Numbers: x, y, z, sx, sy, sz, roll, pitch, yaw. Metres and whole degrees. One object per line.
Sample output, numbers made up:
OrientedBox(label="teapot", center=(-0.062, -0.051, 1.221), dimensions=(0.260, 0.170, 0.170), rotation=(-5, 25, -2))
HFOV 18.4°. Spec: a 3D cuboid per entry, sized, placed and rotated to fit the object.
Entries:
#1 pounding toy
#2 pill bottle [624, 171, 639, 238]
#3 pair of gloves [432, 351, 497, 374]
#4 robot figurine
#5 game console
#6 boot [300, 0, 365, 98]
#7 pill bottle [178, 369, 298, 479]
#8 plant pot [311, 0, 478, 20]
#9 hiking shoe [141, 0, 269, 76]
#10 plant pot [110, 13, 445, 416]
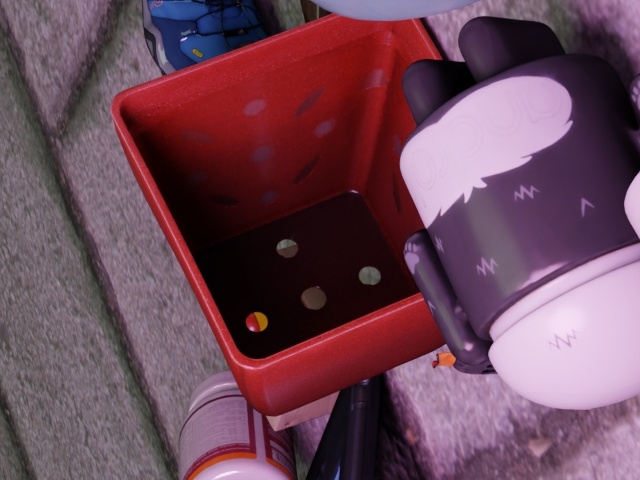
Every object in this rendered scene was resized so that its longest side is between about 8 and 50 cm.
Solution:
OrientedBox(label="pounding toy", center=(-0.051, 0.099, 1.984), dimensions=(0.181, 0.094, 0.206), rotation=(59, 151, 29))
OrientedBox(label="pill bottle", center=(0.306, 0.076, 1.126), dimensions=(0.318, 0.176, 0.176), rotation=(62, 153, 24))
OrientedBox(label="pair of gloves", center=(0.135, 0.086, 1.615), dimensions=(0.083, 0.074, 0.010), rotation=(107, 160, -51))
OrientedBox(label="robot figurine", center=(0.163, -0.019, 1.380), dimensions=(0.209, 0.173, 0.278), rotation=(109, 139, -68))
OrientedBox(label="game console", center=(-0.004, 0.355, 1.870), dimensions=(0.342, 0.060, 0.386), rotation=(102, 175, -48))
OrientedBox(label="boot", center=(0.008, -0.189, 1.759), dimensions=(0.106, 0.037, 0.114), rotation=(34, 130, 56))
OrientedBox(label="pill bottle", center=(-0.086, 0.228, 2.031), dimensions=(0.221, 0.121, 0.121), rotation=(-100, 5, -66))
OrientedBox(label="plant pot", center=(0.050, -0.293, 1.333), dimensions=(0.293, 0.293, 0.235), rotation=(39, 153, 51))
OrientedBox(label="hiking shoe", center=(-0.121, -0.254, 1.891), dimensions=(0.304, 0.113, 0.132), rotation=(60, 153, 27))
OrientedBox(label="plant pot", center=(0.000, 0.000, 1.654), dimensions=(0.236, 0.267, 0.267), rotation=(94, 151, -61))
